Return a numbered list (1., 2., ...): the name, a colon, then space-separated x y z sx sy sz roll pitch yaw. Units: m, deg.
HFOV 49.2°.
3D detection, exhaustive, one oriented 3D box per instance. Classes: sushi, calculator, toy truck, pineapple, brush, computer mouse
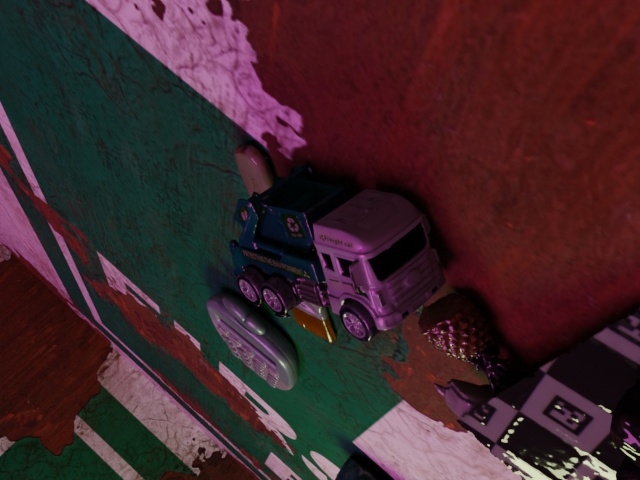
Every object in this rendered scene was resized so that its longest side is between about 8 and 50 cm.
1. sushi: 0.275 0.205 0.480 0.320 0.069 0.339 42 144 5
2. calculator: -0.109 0.166 1.153 0.184 0.042 0.295 36 158 17
3. toy truck: 0.000 0.000 0.629 0.216 0.110 0.116 15 132 48
4. pineapple: 0.142 0.105 0.632 0.124 0.058 0.058 51 155 -18
5. brush: -0.041 0.015 0.817 0.085 0.020 0.336 27 151 34
6. computer mouse: 0.191 0.183 0.673 0.182 0.056 0.089 37 173 9

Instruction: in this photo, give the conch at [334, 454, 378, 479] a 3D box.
1. conch: 0.105 0.511 1.258 0.202 0.134 0.196 11 142 52
